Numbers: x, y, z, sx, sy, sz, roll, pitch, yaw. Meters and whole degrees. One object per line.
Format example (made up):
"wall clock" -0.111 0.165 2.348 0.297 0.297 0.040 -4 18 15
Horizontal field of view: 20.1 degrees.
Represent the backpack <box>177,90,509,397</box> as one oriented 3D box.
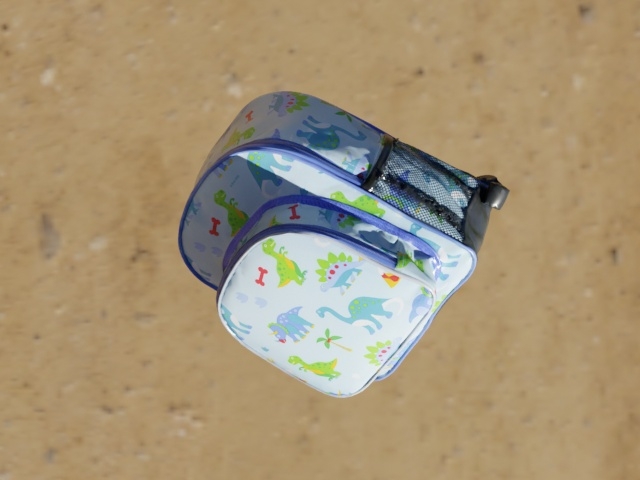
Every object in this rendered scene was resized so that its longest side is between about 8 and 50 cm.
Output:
"backpack" 0.000 0.000 0.746 0.114 0.105 0.084 31 41 -6
